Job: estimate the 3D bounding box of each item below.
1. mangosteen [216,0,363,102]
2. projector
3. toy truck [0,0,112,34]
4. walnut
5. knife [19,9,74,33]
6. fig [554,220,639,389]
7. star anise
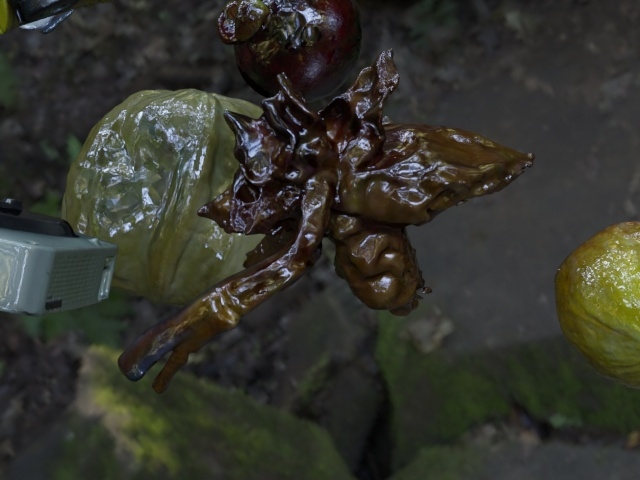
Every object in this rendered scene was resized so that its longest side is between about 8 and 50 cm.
[{"bbox_3d":[-0.034,-0.215,1.743,0.152,0.152,0.152,-21,38,17],"label":"mangosteen"},{"bbox_3d":[-0.290,-0.007,1.189,0.259,0.257,0.079,11,91,3],"label":"projector"},{"bbox_3d":[-0.089,-0.110,0.624,0.083,0.049,0.054,-25,2,-35],"label":"toy truck"},{"bbox_3d":[-0.168,-0.054,2.069,0.253,0.282,0.277,-4,67,58],"label":"walnut"},{"bbox_3d":[-0.043,-0.234,0.846,0.336,0.081,0.043,-39,13,1],"label":"knife"},{"bbox_3d":[0.313,0.088,1.551,0.159,0.159,0.257,-30,29,4],"label":"fig"},{"bbox_3d":[-0.008,-0.003,1.259,0.346,0.237,0.148,-32,37,-14],"label":"star anise"}]
